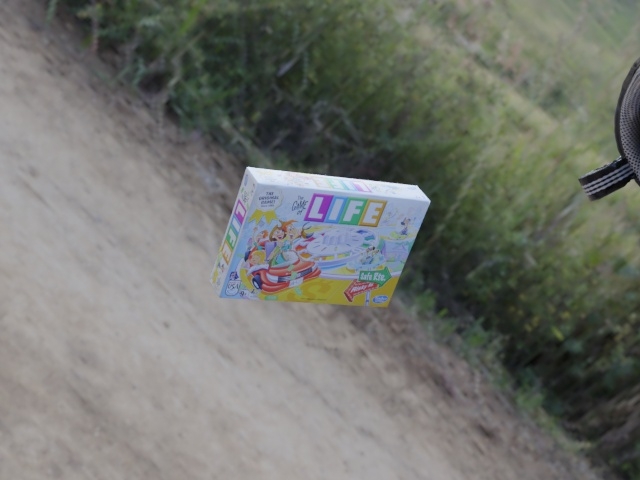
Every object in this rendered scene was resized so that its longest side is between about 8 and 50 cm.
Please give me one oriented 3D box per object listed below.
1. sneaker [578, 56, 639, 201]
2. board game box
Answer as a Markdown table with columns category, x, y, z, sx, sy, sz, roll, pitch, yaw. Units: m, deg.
| category | x | y | z | sx | sy | sz | roll | pitch | yaw |
| --- | --- | --- | --- | --- | --- | --- | --- | --- | --- |
| sneaker | 0.222 | -0.061 | 0.468 | 0.153 | 0.268 | 0.101 | -23 | 90 | -33 |
| board game box | 0.000 | 0.000 | 0.956 | 0.154 | 0.103 | 0.026 | 4 | 30 | -29 |
